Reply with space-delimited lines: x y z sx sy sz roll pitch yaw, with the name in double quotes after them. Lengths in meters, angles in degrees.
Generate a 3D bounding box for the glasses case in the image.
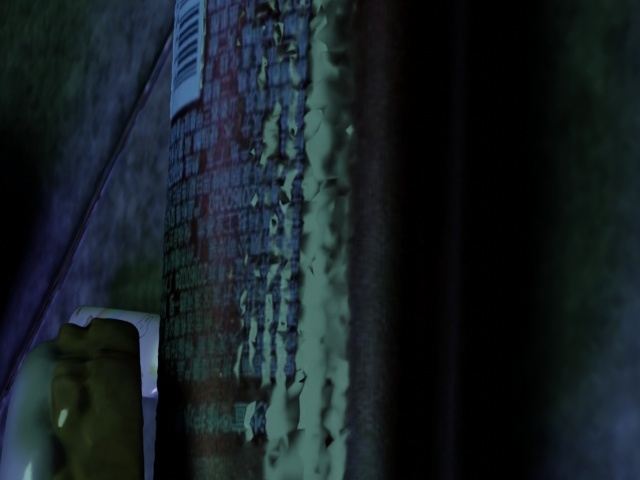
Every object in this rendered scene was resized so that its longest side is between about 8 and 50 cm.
-0.076 0.042 0.629 0.083 0.021 0.032 4 83 54 "glasses case"

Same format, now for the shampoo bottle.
0.000 0.000 0.484 0.129 0.084 0.323 -14 72 56 "shampoo bottle"

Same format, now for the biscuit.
-0.076 0.132 0.509 0.208 0.049 0.181 105 164 -60 "biscuit"
